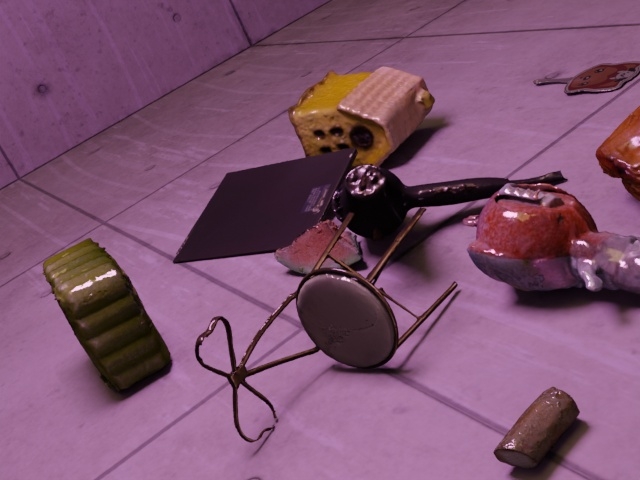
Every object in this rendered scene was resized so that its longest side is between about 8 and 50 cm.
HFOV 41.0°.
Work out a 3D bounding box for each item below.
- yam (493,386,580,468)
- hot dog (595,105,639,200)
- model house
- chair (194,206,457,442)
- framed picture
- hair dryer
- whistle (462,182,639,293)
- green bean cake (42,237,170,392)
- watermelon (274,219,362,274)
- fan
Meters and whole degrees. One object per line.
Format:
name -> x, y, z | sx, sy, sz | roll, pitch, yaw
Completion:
yam -> 0.211, 0.185, 0.829 | 0.094, 0.043, 0.043 | -42, 28, -29
hot dog -> 0.498, -0.156, 1.106 | 0.272, 0.122, 0.196 | -43, 32, 2
model house -> 0.091, -0.245, 1.672 | 0.234, 0.175, 0.193 | -8, 28, 41
chair -> 0.022, 0.098, 1.063 | 0.170, 0.160, 0.325 | -5, 26, 40
framed picture -> -0.108, -0.064, 1.634 | 0.338, 0.014, 0.255 | -8, 42, 37
hair dryer -> 0.193, -0.082, 1.268 | 0.359, 0.120, 0.304 | -8, -9, 2
whistle -> 0.305, 0.009, 1.008 | 0.142, 0.134, 0.346 | 3, 10, -42
green bean cake -> -0.334, 0.111, 1.322 | 0.113, 0.200, 0.214 | -32, 24, -15
watermelon -> 0.001, 0.010, 1.376 | 0.155, 0.080, 0.101 | -30, 9, 31
fan -> 0.492, -0.303, 1.604 | 0.132, 0.009, 0.220 | -38, 27, -32
